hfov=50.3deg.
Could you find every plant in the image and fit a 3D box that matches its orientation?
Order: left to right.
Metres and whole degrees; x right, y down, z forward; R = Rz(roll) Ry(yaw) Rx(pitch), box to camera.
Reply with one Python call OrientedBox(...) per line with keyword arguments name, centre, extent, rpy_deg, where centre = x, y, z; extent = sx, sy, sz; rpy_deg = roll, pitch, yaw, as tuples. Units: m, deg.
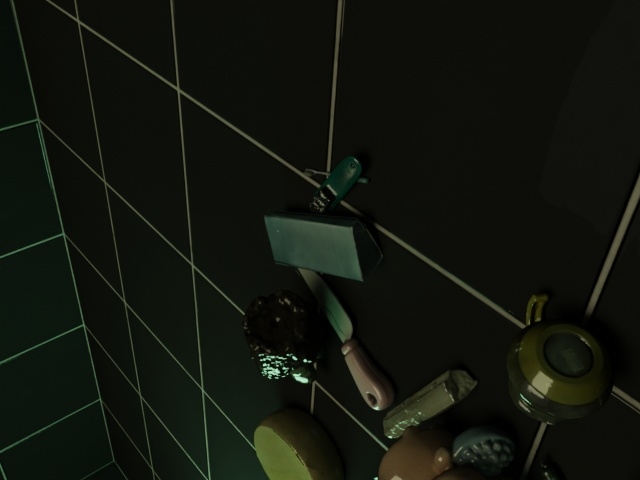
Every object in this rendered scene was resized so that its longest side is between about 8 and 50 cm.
OrientedBox(name="plant", centre=(-0.064, 0.205, 1.339), extent=(0.274, 0.149, 0.146), rpy_deg=(73, -167, -66))

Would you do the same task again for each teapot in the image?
OrientedBox(name="teapot", centre=(0.296, 0.153, 0.872), extent=(0.119, 0.130, 0.166), rpy_deg=(89, 175, -57))

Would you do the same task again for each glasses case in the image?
OrientedBox(name="glasses case", centre=(0.000, 0.000, 1.229), extent=(0.266, 0.056, 0.105), rpy_deg=(8, 115, 52))

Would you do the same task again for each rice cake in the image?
OrientedBox(name="rice cake", centre=(0.180, 0.283, 1.167), extent=(0.256, 0.057, 0.052), rpy_deg=(-56, 47, 54))

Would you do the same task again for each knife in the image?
OrientedBox(name="knife", centre=(0.040, 0.170, 1.303), extent=(0.336, 0.043, 0.081), rpy_deg=(58, 147, 13))

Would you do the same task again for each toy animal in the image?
OrientedBox(name="toy animal", centre=(0.203, 0.409, 1.082), extent=(0.221, 0.210, 0.230), rpy_deg=(-16, 64, 49))

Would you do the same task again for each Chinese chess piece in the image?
OrientedBox(name="Chinese chess piece", centre=(-0.051, 0.516, 1.610), extent=(0.251, 0.097, 0.251), rpy_deg=(33, 137, 38))

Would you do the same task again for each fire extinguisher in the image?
OrientedBox(name="fire extinguisher", centre=(0.346, 0.358, 1.011), extent=(0.083, 0.025, 0.038), rpy_deg=(63, 170, 2))

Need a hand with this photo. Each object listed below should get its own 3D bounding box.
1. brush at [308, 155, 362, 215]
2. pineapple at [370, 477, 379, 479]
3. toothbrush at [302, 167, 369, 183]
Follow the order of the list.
OrientedBox(name="brush", centre=(0.021, -0.087, 1.143), extent=(0.043, 0.032, 0.193), rpy_deg=(48, 154, 2))
OrientedBox(name="pineapple", centre=(0.164, 0.570, 1.388), extent=(0.221, 0.047, 0.221), rpy_deg=(33, 136, 40))
OrientedBox(name="toothbrush", centre=(0.024, -0.109, 1.159), extent=(0.167, 0.014, 0.011), rpy_deg=(15, 141, 49))
